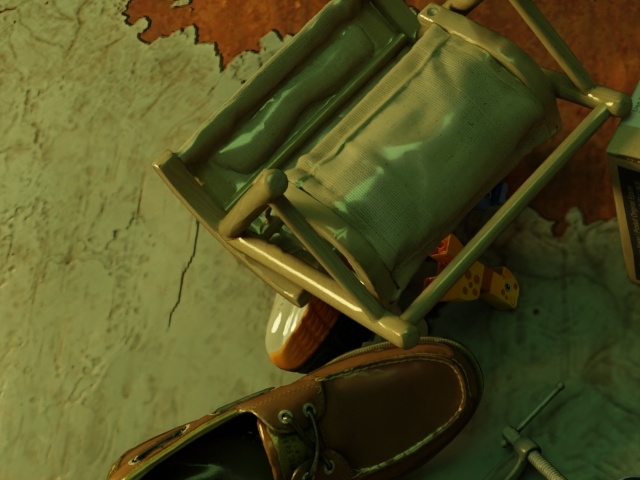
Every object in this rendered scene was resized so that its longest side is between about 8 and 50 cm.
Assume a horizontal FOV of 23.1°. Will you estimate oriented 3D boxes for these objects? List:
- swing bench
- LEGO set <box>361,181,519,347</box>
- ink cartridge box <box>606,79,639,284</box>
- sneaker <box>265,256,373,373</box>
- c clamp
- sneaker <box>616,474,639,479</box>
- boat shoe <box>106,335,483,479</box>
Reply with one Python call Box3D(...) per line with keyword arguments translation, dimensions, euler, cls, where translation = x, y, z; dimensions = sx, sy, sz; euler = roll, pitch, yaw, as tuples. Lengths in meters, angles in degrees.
Box3D(translation=(0.046, -0.078, 1.183), dimensions=(0.253, 0.165, 0.255), euler=(-45, 21, -12), cls="swing bench")
Box3D(translation=(0.116, 0.011, 1.292), dimensions=(0.087, 0.093, 0.227), euler=(-9, 59, 47), cls="LEGO set")
Box3D(translation=(0.313, -0.096, 1.224), dimensions=(0.088, 0.193, 0.234), euler=(18, 65, 27), cls="ink cartridge box")
Box3D(translation=(0.000, 0.000, 1.336), dimensions=(0.121, 0.099, 0.262), euler=(6, 53, 30), cls="sneaker")
Box3D(translation=(0.167, 0.195, 1.160), dimensions=(0.137, 0.022, 0.160), euler=(-45, 39, 6), cls="c clamp")
Box3D(translation=(0.269, 0.245, 1.080), dimensions=(0.081, 0.090, 0.232), euler=(-33, 54, -4), cls="sneaker")
Box3D(translation=(-0.019, 0.162, 1.197), dimensions=(0.307, 0.104, 0.110), euler=(-24, 87, 7), cls="boat shoe")
